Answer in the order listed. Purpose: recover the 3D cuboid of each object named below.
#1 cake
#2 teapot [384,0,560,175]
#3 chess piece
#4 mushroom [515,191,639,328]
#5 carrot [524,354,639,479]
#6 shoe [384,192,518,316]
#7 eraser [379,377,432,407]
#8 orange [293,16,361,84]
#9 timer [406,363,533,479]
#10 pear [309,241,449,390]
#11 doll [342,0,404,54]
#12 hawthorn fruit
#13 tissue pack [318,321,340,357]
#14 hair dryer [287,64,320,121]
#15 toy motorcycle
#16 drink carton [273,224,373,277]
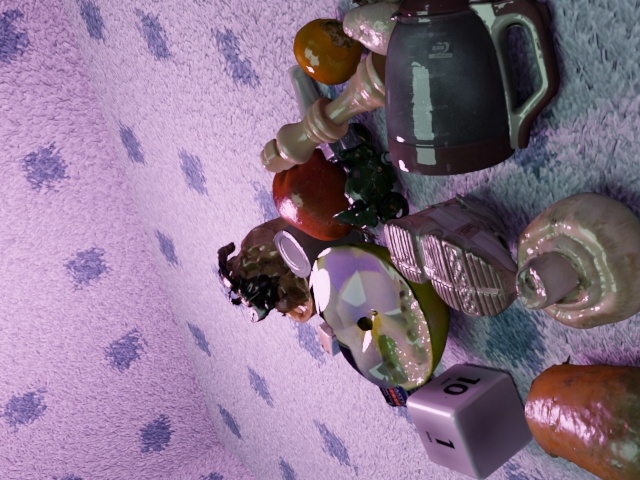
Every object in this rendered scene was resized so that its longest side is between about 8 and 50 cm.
[{"bbox_3d":[-0.133,0.107,2.420,0.332,0.321,0.332,43,148,35],"label":"cake"},{"bbox_3d":[0.259,-0.293,1.482,0.315,0.233,0.312,4,118,26],"label":"teapot"},{"bbox_3d":[0.011,-0.264,1.838,0.397,0.117,0.117,-31,88,37],"label":"chess piece"},{"bbox_3d":[0.439,0.052,1.456,0.254,0.234,0.260,23,135,46],"label":"mushroom"},{"bbox_3d":[0.548,0.338,1.567,0.341,0.224,0.224,0,117,64],"label":"carrot"},{"bbox_3d":[0.296,0.007,1.696,0.351,0.198,0.171,32,144,49],"label":"shoe"},{"bbox_3d":[0.189,0.303,2.293,0.332,0.102,0.155,63,152,-6],"label":"eraser"},{"bbox_3d":[0.018,-0.415,1.834,0.154,0.155,0.134,47,109,25],"label":"orange"},{"bbox_3d":[0.357,0.429,2.023,0.195,0.192,0.194,-1,116,61],"label":"timer"},{"bbox_3d":[0.174,0.160,2.070,0.399,0.165,0.398,28,133,35],"label":"pear"},{"bbox_3d":[0.105,-0.490,1.619,0.175,0.150,0.278,-55,-44,-73],"label":"doll"},{"bbox_3d":[0.022,-0.093,2.072,0.299,0.211,0.211,41,153,-3],"label":"hawthorn fruit"},{"bbox_3d":[0.034,0.300,2.609,0.074,0.059,0.094,37,145,42],"label":"tissue pack"},{"bbox_3d":[0.022,-0.340,2.005,0.237,0.075,0.206,-8,103,54],"label":"hair dryer"},{"bbox_3d":[0.084,-0.141,1.938,0.274,0.187,0.125,63,154,1],"label":"toy motorcycle"},{"bbox_3d":[0.000,0.000,2.234,0.185,0.190,0.191,56,154,-3],"label":"drink carton"}]
